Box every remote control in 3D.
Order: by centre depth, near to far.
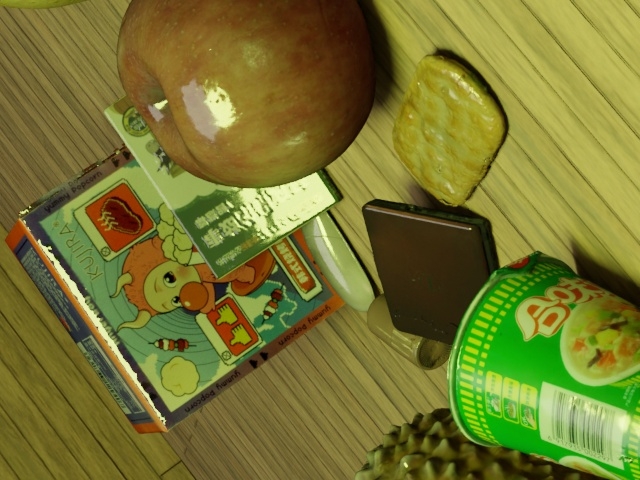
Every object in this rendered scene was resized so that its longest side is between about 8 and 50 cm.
[{"bbox_3d":[0.000,0.000,2.195,0.229,0.044,0.073,57,165,-7],"label":"remote control"}]

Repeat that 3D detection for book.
[{"bbox_3d":[-0.125,-0.109,2.130,0.264,0.202,0.027,57,-159,-3],"label":"book"}]

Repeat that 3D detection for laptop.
[{"bbox_3d":[0.132,0.040,1.902,0.154,0.026,0.207,13,139,29],"label":"laptop"}]

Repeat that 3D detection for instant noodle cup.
[{"bbox_3d":[0.269,0.138,1.600,0.233,0.207,0.207,23,143,46],"label":"instant noodle cup"}]

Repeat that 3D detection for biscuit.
[{"bbox_3d":[0.128,-0.110,1.743,0.118,0.029,0.247,50,160,12],"label":"biscuit"}]

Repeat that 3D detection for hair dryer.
[{"bbox_3d":[0.101,0.063,2.057,0.117,0.064,0.181,36,146,46],"label":"hair dryer"}]

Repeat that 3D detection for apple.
[{"bbox_3d":[-0.082,-0.187,1.798,0.306,0.235,0.305,48,159,25],"label":"apple"}]

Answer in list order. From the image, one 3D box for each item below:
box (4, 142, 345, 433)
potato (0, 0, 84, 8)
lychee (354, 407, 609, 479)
[{"bbox_3d":[-0.200,0.038,2.297,0.348,0.318,0.257,57,165,-2],"label":"box"},{"bbox_3d":[-0.371,-0.403,2.089,0.242,0.242,0.285,46,158,23],"label":"potato"},{"bbox_3d":[0.202,0.384,1.867,0.380,0.380,0.432,113,138,-67],"label":"lychee"}]
